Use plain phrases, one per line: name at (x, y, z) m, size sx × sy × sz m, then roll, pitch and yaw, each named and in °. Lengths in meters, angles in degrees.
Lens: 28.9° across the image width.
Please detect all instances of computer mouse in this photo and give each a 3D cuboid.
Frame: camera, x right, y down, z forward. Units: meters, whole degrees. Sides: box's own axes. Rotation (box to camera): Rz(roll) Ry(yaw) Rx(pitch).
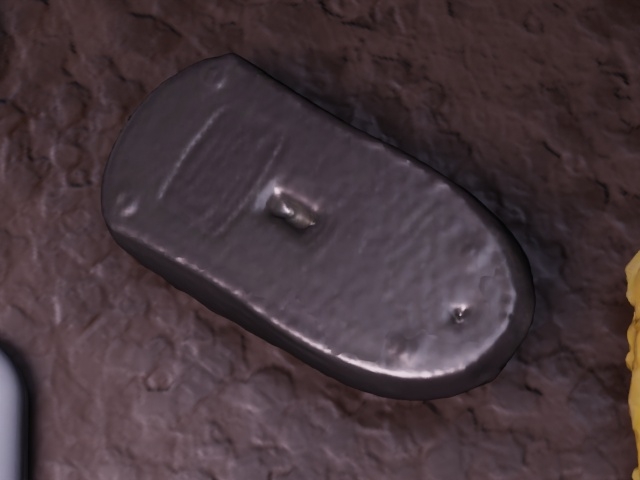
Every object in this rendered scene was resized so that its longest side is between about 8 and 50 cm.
computer mouse at (0.000, 0.000, 0.727) m, size 0.270 × 0.086 × 0.137 m, roll 31°, pitch 80°, yaw 17°

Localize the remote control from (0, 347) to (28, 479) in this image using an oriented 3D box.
remote control at (-0.208, 0.169, 0.689) m, size 0.087 × 0.047 × 0.244 m, roll -5°, pitch 72°, yaw 2°

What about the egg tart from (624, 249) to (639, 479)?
egg tart at (0.339, 0.131, 0.664) m, size 0.339 × 0.153 × 0.351 m, roll 7°, pitch 74°, yaw -3°
